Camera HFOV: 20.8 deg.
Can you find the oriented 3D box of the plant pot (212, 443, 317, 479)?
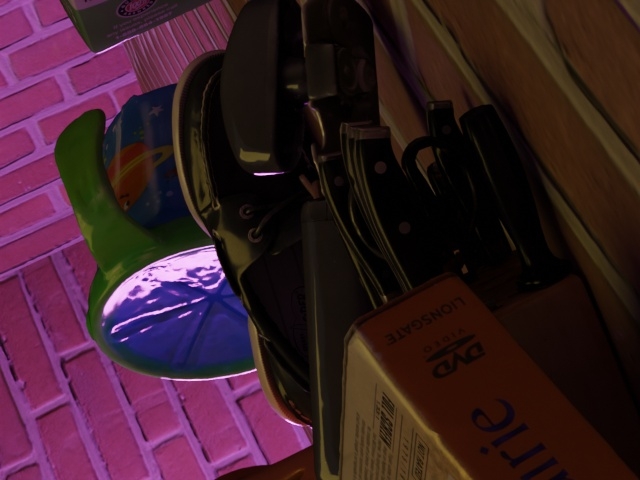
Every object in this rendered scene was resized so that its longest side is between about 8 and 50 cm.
[{"bbox_3d":[0.030,0.259,1.238,0.203,0.291,0.291,-47,60,37],"label":"plant pot"}]

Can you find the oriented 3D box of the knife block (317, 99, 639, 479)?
[{"bbox_3d":[0.093,0.068,0.838,0.276,0.088,0.242,61,173,34],"label":"knife block"}]

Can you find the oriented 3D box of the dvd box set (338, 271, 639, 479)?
[{"bbox_3d":[0.146,0.250,0.713,0.420,0.062,0.308,50,157,31],"label":"dvd box set"}]

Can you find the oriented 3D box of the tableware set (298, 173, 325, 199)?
[{"bbox_3d":[0.031,0.038,1.322,0.128,0.039,0.194,-81,-31,-73],"label":"tableware set"}]

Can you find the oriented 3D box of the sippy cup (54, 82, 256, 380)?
[{"bbox_3d":[-0.113,-0.021,1.649,0.305,0.240,0.224,86,173,-54],"label":"sippy cup"}]

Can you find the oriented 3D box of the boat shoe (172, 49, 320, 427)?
[{"bbox_3d":[-0.025,0.005,1.453,0.113,0.127,0.340,12,117,61],"label":"boat shoe"}]

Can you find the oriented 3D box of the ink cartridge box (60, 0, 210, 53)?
[{"bbox_3d":[-0.089,-0.216,0.925,0.093,0.160,0.219,61,173,22],"label":"ink cartridge box"}]

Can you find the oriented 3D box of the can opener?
[{"bbox_3d":[0.000,0.000,0.990,0.076,0.095,0.283,0,-94,-60],"label":"can opener"}]

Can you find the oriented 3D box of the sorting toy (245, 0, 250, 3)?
[{"bbox_3d":[-0.059,-0.213,1.361,0.083,0.012,0.062,-127,18,-76],"label":"sorting toy"}]
